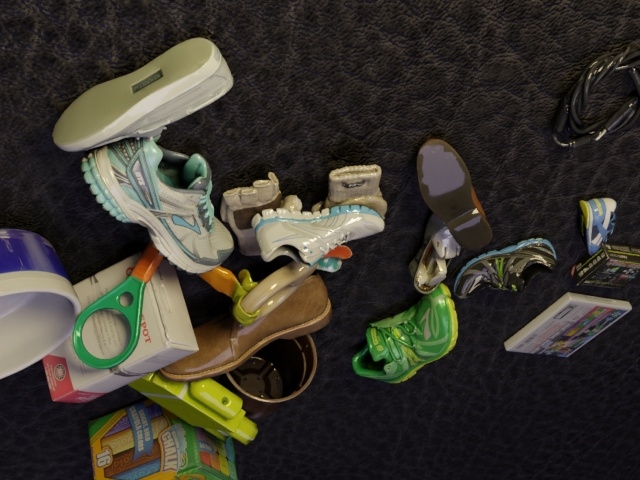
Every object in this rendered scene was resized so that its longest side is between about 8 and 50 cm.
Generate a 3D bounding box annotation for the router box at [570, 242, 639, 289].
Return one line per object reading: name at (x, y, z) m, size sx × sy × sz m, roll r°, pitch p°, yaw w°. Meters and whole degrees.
router box at (0.538, 0.048, 1.787) m, size 0.122 × 0.038 × 0.092 m, roll 7°, pitch 142°, yaw -31°

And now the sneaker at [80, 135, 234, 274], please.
sneaker at (-0.184, -0.048, 1.293) m, size 0.122 × 0.110 × 0.283 m, roll -29°, pitch 145°, yaw 16°

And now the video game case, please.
video game case at (0.506, 0.175, 1.983) m, size 0.183 × 0.023 × 0.201 m, roll 10°, pitch 139°, yaw -33°

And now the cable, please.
cable at (0.410, -0.199, 1.357) m, size 0.150 × 0.047 × 0.184 m, roll -8°, pitch 146°, yaw -11°

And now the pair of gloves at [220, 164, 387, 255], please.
pair of gloves at (-0.024, -0.048, 1.412) m, size 0.240 × 0.042 × 0.204 m, roll -10°, pitch 153°, yaw 4°

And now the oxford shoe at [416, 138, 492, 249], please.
oxford shoe at (0.191, -0.079, 1.438) m, size 0.076 × 0.076 × 0.212 m, roll -21°, pitch 131°, yaw 13°

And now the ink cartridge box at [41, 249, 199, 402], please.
ink cartridge box at (-0.310, 0.132, 1.457) m, size 0.218 × 0.158 × 0.092 m, roll -26°, pitch 160°, yaw 18°

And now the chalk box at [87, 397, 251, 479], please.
chalk box at (-0.274, 0.406, 1.872) m, size 0.289 × 0.179 × 0.180 m, roll -23°, pitch 147°, yaw 12°

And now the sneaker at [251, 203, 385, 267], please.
sneaker at (0.000, 0.000, 1.376) m, size 0.190 × 0.083 × 0.071 m, roll -5°, pitch 152°, yaw -6°

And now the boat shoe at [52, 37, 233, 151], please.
boat shoe at (-0.206, -0.154, 1.148) m, size 0.227 × 0.079 × 0.081 m, roll -26°, pitch 142°, yaw 11°

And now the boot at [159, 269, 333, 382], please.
boot at (-0.132, 0.127, 1.578) m, size 0.305 × 0.112 × 0.115 m, roll -24°, pitch 136°, yaw -12°

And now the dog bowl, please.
dog bowl at (-0.475, 0.100, 1.339) m, size 0.265 × 0.104 × 0.265 m, roll -25°, pitch 157°, yaw -12°

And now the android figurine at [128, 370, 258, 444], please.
android figurine at (-0.239, 0.266, 1.681) m, size 0.273 × 0.056 × 0.248 m, roll 39°, pitch 156°, yaw -22°

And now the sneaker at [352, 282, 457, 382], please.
sneaker at (0.153, 0.184, 1.774) m, size 0.123 × 0.109 × 0.295 m, roll 1°, pitch 145°, yaw -29°

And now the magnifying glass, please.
magnifying glass at (-0.271, 0.076, 1.379) m, size 0.092 × 0.231 × 0.026 m, roll 28°, pitch 173°, yaw 7°

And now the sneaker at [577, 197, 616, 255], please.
sneaker at (0.472, -0.023, 1.642) m, size 0.059 × 0.053 × 0.144 m, roll -18°, pitch 148°, yaw 1°

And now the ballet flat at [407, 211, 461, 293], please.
ballet flat at (0.199, 0.015, 1.574) m, size 0.072 × 0.068 × 0.213 m, roll -4°, pitch 145°, yaw -17°

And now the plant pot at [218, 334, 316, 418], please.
plant pot at (-0.107, 0.230, 1.709) m, size 0.167 × 0.167 × 0.165 m, roll -3°, pitch 154°, yaw -18°

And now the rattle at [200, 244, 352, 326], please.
rattle at (-0.073, 0.031, 1.483) m, size 0.199 × 0.143 × 0.130 m, roll -41°, pitch 152°, yaw -5°

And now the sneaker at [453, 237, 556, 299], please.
sneaker at (0.319, 0.059, 1.679) m, size 0.188 × 0.078 × 0.067 m, roll -22°, pitch 146°, yaw 12°
